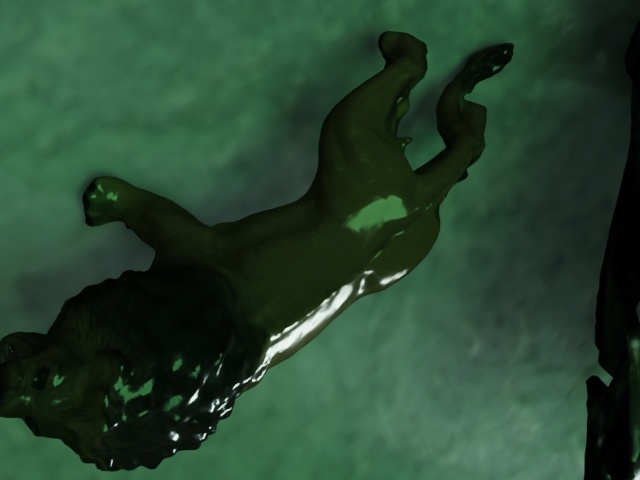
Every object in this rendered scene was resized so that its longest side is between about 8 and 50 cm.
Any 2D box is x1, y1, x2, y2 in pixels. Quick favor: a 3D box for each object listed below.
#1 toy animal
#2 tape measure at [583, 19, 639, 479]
[{"bbox_3d":[-0.010,-0.004,0.411,0.220,0.086,0.069,-43,124,-32],"label":"toy animal"},{"bbox_3d":[0.202,-0.043,0.433,0.271,0.133,0.231,-7,76,3],"label":"tape measure"}]
